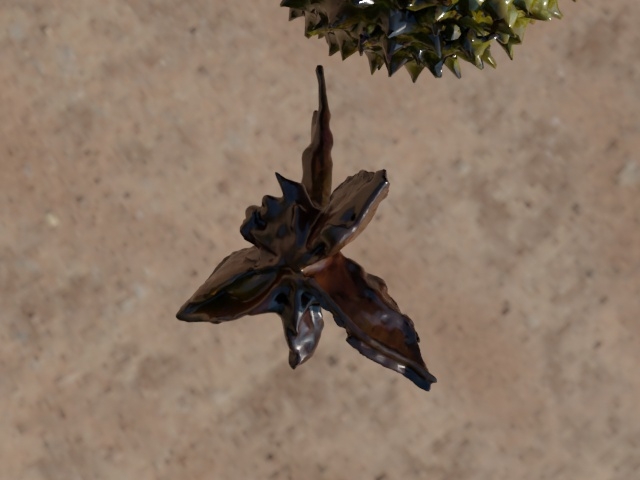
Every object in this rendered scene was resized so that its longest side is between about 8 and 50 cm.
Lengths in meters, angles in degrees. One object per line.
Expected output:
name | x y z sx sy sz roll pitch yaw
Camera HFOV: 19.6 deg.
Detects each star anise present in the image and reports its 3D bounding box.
star anise | 0.004 -0.008 1.077 0.144 0.158 0.140 -55 147 -55

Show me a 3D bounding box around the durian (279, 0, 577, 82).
durian | 0.039 -0.225 1.028 0.258 0.293 0.258 -48 161 -23
